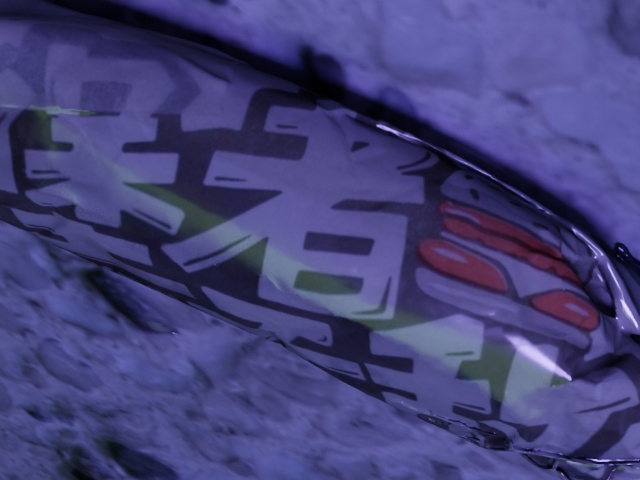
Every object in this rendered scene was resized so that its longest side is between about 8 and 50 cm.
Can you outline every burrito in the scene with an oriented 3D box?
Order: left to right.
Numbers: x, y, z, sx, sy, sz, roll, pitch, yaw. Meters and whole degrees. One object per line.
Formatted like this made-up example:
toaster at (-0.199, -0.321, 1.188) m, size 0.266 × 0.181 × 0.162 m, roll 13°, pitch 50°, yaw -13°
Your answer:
burrito at (0.000, 0.000, 0.793) m, size 0.445 × 0.101 × 0.139 m, roll 25°, pitch 146°, yaw 9°
